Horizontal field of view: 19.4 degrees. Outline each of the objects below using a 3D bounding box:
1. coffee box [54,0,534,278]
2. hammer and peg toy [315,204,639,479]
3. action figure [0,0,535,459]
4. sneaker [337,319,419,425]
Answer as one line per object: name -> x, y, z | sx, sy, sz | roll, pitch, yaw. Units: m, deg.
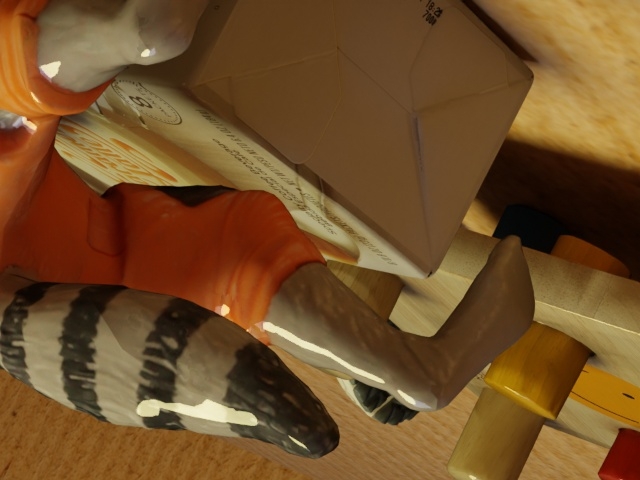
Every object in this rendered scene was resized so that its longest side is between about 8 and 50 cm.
coffee box -> -0.059, -0.073, 0.755 | 0.246, 0.098, 0.141 | 12, 159, 49
hammer and peg toy -> 0.154, 0.084, 0.914 | 0.266, 0.127, 0.361 | 18, 166, 34
action figure -> -0.148, -0.019, 0.547 | 0.330, 0.178, 0.341 | -9, 153, 28
sneaker -> 0.000, 0.000, 1.020 | 0.122, 0.110, 0.283 | 40, 177, 40
